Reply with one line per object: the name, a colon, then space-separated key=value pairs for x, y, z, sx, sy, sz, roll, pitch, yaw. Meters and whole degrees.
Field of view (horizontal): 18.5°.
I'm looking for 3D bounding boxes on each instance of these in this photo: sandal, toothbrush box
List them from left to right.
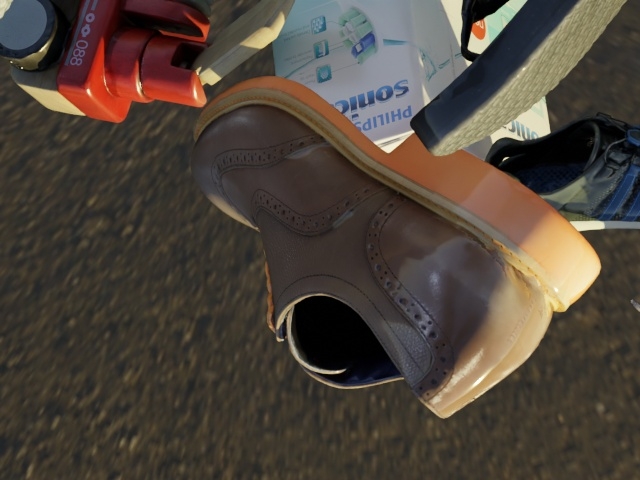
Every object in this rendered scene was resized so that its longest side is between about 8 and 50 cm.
toothbrush box: x=0.065 y=-0.175 z=1.503 sx=0.126 sy=0.216 sz=0.296 roll=-16 pitch=68 yaw=29
sandal: x=0.124 y=-0.143 z=0.876 sx=0.054 sy=0.097 sz=0.254 roll=41 pitch=97 yaw=12

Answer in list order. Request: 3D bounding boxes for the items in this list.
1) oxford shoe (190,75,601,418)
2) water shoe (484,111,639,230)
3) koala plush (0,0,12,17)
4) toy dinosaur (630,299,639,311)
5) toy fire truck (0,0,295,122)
oxford shoe: x=0.000 y=0.000 z=1.123 sx=0.130 sy=0.363 sz=0.133 roll=42 pitch=80 yaw=-29
water shoe: x=0.214 y=-0.050 z=1.364 sx=0.203 sy=0.080 sz=0.073 roll=-12 pitch=59 yaw=15
koala plush: x=-0.164 y=-0.064 z=0.615 sx=0.203 sy=0.196 sz=0.221 roll=3 pitch=108 yaw=-30
toy dinosaur: x=0.391 y=0.041 z=1.386 sx=0.313 sy=0.121 sz=0.160 roll=-25 pitch=139 yaw=6
toy fire truck: x=-0.106 y=-0.197 z=1.475 sx=0.246 sy=0.158 sz=0.217 roll=13 pitch=78 yaw=21
